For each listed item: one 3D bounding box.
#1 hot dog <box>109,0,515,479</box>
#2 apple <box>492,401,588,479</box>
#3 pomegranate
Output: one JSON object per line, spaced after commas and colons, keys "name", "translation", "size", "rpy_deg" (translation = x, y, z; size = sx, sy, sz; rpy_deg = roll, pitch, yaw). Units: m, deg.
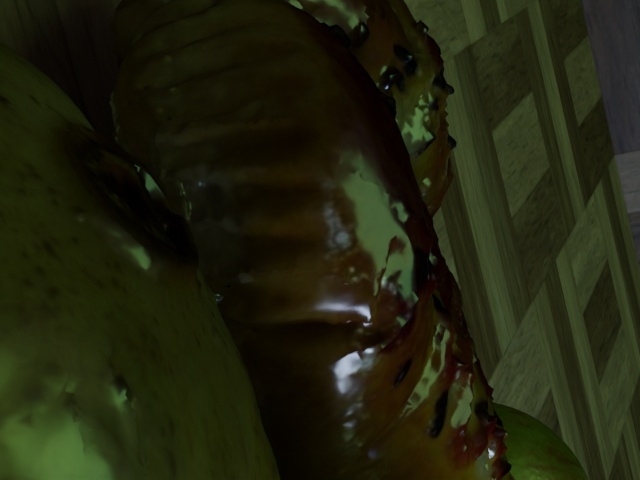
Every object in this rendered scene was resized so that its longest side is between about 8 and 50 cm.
{"name": "hot dog", "translation": [0.000, 0.000, 0.976], "size": [0.367, 0.196, 0.365], "rpy_deg": [-97, 169, -54]}
{"name": "apple", "translation": [0.110, 0.212, 1.259], "size": [0.196, 0.196, 0.196], "rpy_deg": [-11, 90, -72]}
{"name": "pomegranate", "translation": [-0.148, 0.060, 0.469], "size": [0.281, 0.281, 0.281], "rpy_deg": [-11, 90, -72]}
